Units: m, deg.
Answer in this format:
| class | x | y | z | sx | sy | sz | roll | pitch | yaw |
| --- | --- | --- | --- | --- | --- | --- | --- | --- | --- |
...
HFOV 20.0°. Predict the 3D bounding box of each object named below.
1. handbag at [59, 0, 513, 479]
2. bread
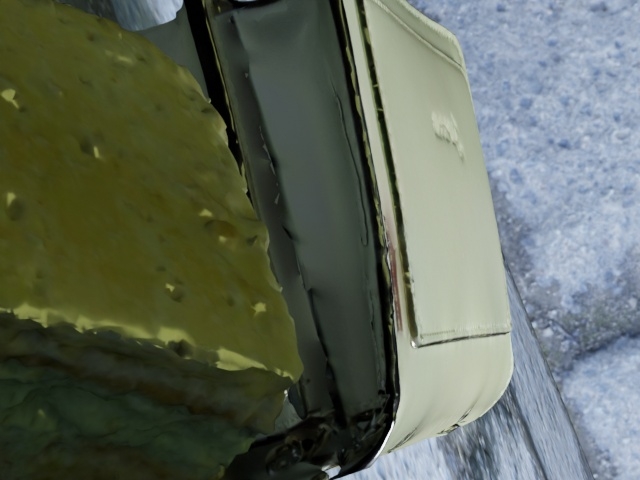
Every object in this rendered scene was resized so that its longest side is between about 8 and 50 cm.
| class | x | y | z | sx | sy | sz | roll | pitch | yaw |
| --- | --- | --- | --- | --- | --- | --- | --- | --- | --- |
| handbag | 0.000 | 0.000 | 0.934 | 0.358 | 0.160 | 0.237 | 9 | 65 | -76 |
| bread | -0.112 | -0.004 | 0.430 | 0.196 | 0.102 | 0.138 | 18 | 34 | -36 |
